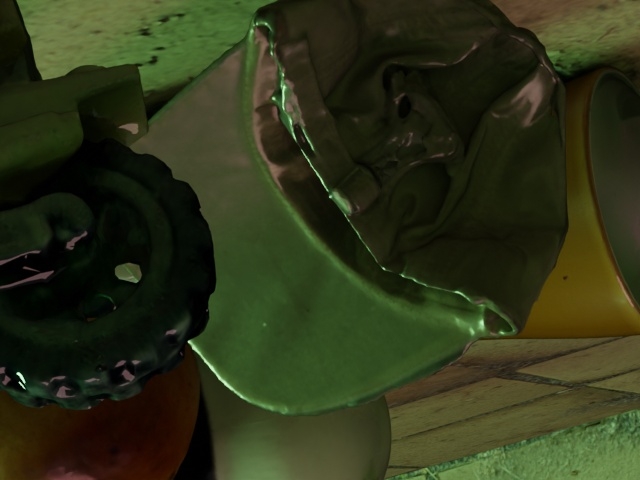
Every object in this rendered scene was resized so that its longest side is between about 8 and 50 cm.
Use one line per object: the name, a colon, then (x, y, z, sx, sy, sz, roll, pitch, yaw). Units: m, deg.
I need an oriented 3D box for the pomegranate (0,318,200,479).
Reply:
pomegranate: (-0.197, 0.127, 1.227, 0.209, 0.209, 0.209, -12, 165, -3)

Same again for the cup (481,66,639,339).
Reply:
cup: (0.133, -0.016, 1.117, 0.264, 0.182, 0.226, -13, -162, 29)

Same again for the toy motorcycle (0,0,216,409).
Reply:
toy motorcycle: (-0.259, 0.004, 0.699, 0.410, 0.237, 0.168, -12, 151, -8)

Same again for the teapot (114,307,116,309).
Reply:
teapot: (-0.135, 0.011, 1.162, 0.064, 0.064, 0.083, -37, -176, 42)

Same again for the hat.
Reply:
hat: (0.009, -0.033, 0.873, 0.245, 0.214, 0.149, -24, -162, 46)

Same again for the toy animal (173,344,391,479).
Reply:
toy animal: (-0.092, 0.182, 1.423, 0.310, 0.251, 0.251, -12, 165, 11)

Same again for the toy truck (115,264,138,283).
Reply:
toy truck: (-0.043, -0.031, 0.961, 0.227, 0.114, 0.098, -14, 165, 7)
